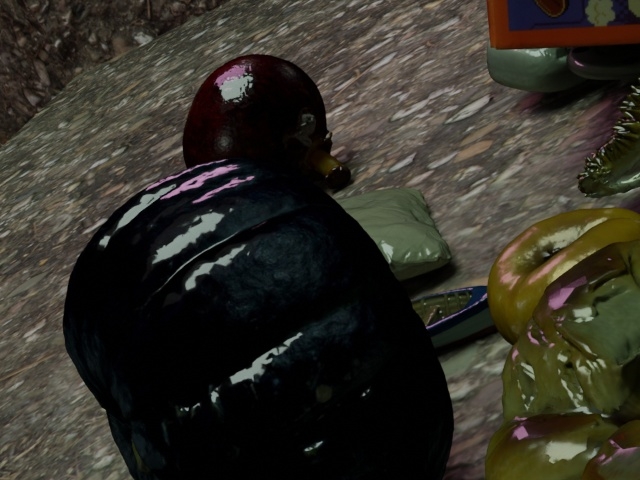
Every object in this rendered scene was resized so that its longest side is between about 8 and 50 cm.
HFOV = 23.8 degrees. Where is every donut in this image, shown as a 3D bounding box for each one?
[{"bbox_3d":[0.276,0.110,1.036,0.360,0.170,0.360,-27,21,11],"label":"donut"}]

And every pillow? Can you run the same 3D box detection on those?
[{"bbox_3d":[-0.001,0.001,1.786,0.280,0.076,0.274,-12,19,0],"label":"pillow"}]

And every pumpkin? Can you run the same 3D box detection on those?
[{"bbox_3d":[-0.054,0.106,1.275,0.266,0.363,0.363,-30,18,-12],"label":"pumpkin"}]

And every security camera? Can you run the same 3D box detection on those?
[{"bbox_3d":[0.343,-0.230,1.921,0.157,0.080,0.301,-25,25,-28],"label":"security camera"}]

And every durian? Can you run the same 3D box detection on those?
[{"bbox_3d":[0.399,-0.129,1.515,0.306,0.166,0.172,-17,-7,24],"label":"durian"}]

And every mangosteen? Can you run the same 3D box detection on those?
[{"bbox_3d":[-0.064,-0.144,2.189,0.261,0.235,0.235,26,48,18],"label":"mangosteen"}]

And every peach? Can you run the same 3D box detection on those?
[{"bbox_3d":[0.235,0.037,1.379,0.179,0.103,0.179,-26,19,10],"label":"peach"}]

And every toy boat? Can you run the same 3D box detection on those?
[{"bbox_3d":[0.099,0.090,1.553,0.229,0.046,0.080,-18,23,36],"label":"toy boat"}]

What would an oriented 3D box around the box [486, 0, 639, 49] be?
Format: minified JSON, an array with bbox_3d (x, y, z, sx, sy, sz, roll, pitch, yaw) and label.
[{"bbox_3d":[0.341,-0.402,1.718,0.257,0.349,0.318,1,13,27],"label":"box"}]
